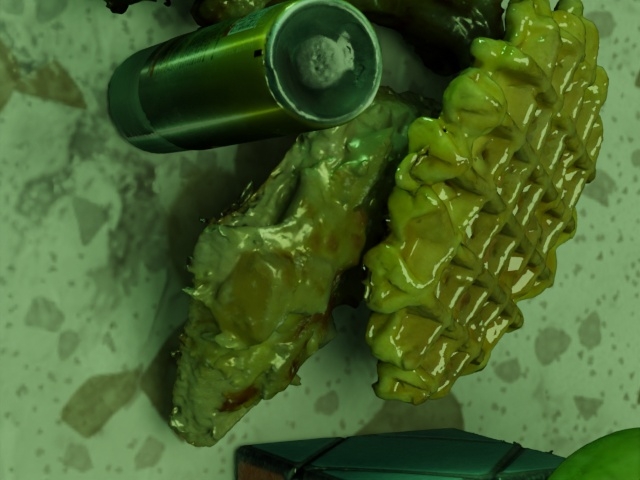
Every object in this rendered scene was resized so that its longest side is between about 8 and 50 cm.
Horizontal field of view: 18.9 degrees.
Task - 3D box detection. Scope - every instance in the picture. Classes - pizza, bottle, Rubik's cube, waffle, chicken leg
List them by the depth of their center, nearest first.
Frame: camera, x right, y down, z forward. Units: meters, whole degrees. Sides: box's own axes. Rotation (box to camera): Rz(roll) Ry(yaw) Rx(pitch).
[{"bbox_3d":[-0.058,-0.104,1.266,0.082,0.286,0.082,0,89,-25],"label":"bottle"},{"bbox_3d":[0.000,0.000,1.360,0.089,0.223,0.323,32,74,18],"label":"pizza"},{"bbox_3d":[-0.004,-0.239,1.380,0.361,0.140,0.212,4,113,-39],"label":"chicken leg"},{"bbox_3d":[0.127,-0.029,1.404,0.329,0.062,0.329,-44,149,-36],"label":"waffle"},{"bbox_3d":[0.069,0.256,1.411,0.205,0.205,0.207,-1,93,-29],"label":"Rubik's cube"}]

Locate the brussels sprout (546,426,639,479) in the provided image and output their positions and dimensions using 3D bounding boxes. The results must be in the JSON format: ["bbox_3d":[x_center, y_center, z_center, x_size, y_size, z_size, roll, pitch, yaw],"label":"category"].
[{"bbox_3d":[0.233,0.241,1.275,0.244,0.244,0.244,-2,95,-28],"label":"brussels sprout"}]
